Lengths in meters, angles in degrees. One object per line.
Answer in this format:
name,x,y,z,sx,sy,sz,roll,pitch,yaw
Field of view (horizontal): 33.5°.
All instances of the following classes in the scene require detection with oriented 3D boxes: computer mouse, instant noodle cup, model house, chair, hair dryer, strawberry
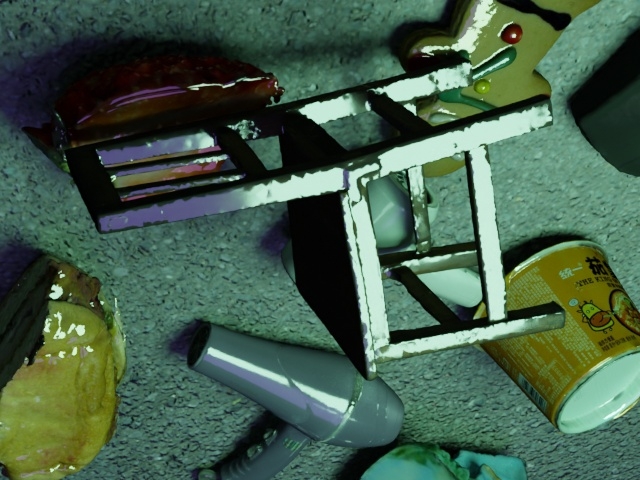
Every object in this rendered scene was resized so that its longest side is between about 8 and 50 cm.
computer mouse,0.423,-0.180,1.191,0.170,0.100,0.269,26,120,-31
instant noodle cup,0.326,0.132,1.369,0.215,0.172,0.216,-19,141,-16
model house,0.193,0.400,1.615,0.241,0.226,0.261,-22,154,-54
chair,0.000,0.000,1.013,0.416,0.203,0.241,-16,118,-14
hair dryer,0.133,0.024,1.305,0.357,0.107,0.173,22,123,-43
hair dryer,-0.096,0.264,1.442,0.301,0.121,0.361,25,126,-24
strawberry,-0.164,-0.133,1.053,0.228,0.098,0.174,-36,133,12

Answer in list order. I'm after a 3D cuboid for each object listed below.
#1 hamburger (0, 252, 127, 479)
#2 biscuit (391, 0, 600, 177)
hamburger,-0.310,0.159,1.232,0.282,0.155,0.245,-40,134,14
biscuit,0.178,-0.188,1.133,0.197,0.049,0.301,17,121,-27
